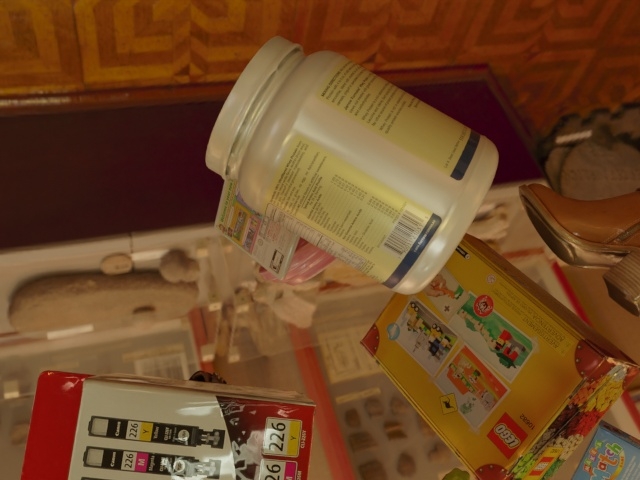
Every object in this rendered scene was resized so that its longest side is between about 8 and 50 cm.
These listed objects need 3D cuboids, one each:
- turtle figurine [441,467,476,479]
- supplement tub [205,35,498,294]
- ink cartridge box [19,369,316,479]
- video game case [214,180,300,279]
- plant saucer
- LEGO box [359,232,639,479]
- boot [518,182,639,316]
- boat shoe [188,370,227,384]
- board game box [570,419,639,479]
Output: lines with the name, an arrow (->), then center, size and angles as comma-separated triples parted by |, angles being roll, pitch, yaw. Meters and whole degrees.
turtle figurine -> 0.125, 0.372, 0.805 | 0.087, 0.269, 0.217 | 7, 128, -26
supplement tub -> 0.039, -0.101, 0.886 | 0.325, 0.235, 0.235 | 30, 138, 1
ink cartridge box -> -0.159, 0.283, 0.604 | 0.272, 0.309, 0.130 | 7, 171, -6
video game case -> -0.121, -0.049, 1.338 | 0.023, 0.193, 0.212 | -37, 157, -43
plant saucer -> 0.000, 0.000, 1.640 | 0.332, 0.084, 0.332 | -38, -172, 6
LEGO box -> 0.376, 0.258, 1.519 | 0.193, 0.500, 0.372 | 18, 111, -44
boot -> 0.454, -0.046, 0.993 | 0.220, 0.283, 0.109 | -39, 135, -1
boat shoe -> -0.278, 0.394, 1.695 | 0.132, 0.130, 0.355 | -8, 171, 31
board game box -> 0.518, 0.412, 1.078 | 0.039, 0.211, 0.160 | -12, 125, -59
